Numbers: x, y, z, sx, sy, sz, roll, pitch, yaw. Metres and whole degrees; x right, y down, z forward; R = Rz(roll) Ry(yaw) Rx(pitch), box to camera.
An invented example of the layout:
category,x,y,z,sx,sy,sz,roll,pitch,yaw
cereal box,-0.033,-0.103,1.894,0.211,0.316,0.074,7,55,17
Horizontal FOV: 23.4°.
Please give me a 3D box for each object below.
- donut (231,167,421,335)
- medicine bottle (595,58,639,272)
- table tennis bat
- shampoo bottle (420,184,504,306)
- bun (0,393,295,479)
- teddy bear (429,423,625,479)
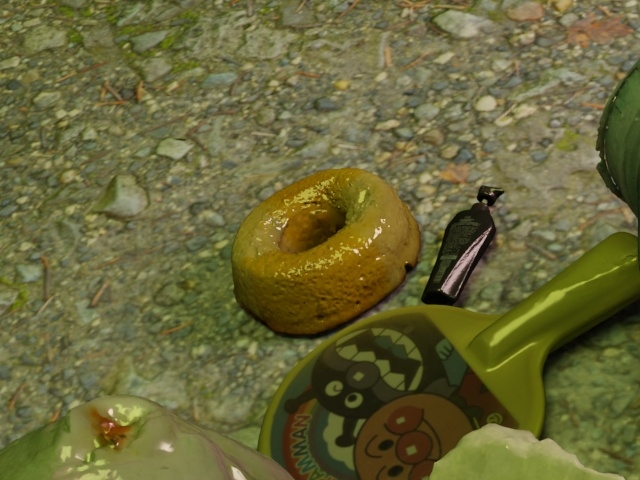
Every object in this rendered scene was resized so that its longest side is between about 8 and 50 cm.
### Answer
category,x,y,z,sx,sy,sz,roll,pitch,yaw
donut,0.000,0.000,1.381,0.162,0.065,0.178,25,58,40
medicine bottle,0.342,-0.013,1.120,0.245,0.245,0.290,-21,41,-1
table tennis bat,0.117,0.106,1.228,0.369,0.054,0.224,-32,42,-8
shampoo bottle,0.126,0.004,1.354,0.048,0.027,0.137,-2,43,33
bun,-0.144,0.209,1.089,0.293,0.187,0.293,-8,33,5
teddy bear,0.252,0.287,0.756,0.375,0.362,0.327,10,69,37
